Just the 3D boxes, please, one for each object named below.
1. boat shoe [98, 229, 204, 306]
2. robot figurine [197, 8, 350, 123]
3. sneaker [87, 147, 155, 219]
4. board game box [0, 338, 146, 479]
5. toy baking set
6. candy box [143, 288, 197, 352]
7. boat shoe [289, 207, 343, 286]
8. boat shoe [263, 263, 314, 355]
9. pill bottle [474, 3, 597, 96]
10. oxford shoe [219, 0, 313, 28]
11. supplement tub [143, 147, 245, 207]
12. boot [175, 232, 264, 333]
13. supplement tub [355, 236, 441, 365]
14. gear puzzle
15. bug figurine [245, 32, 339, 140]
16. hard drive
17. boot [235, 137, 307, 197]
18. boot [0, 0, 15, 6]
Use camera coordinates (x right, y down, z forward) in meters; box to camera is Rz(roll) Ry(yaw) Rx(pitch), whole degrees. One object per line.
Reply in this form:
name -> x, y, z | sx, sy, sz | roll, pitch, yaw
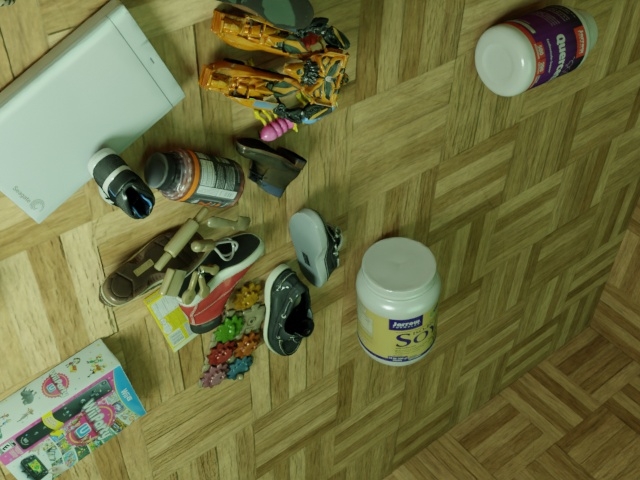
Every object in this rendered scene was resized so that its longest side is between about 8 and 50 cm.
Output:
boat shoe -> -0.359, 0.057, 1.676 | 0.257, 0.095, 0.095 | -30, 179, -37
robot figurine -> -0.073, -0.328, 1.505 | 0.291, 0.085, 0.211 | 7, 111, -24
sneaker -> -0.347, -0.076, 1.461 | 0.079, 0.121, 0.217 | -42, 165, -7
board game box -> -0.560, 0.386, 1.752 | 0.303, 0.097, 0.224 | -35, 144, -21
toy baking set -> -0.249, 0.022, 1.672 | 0.256, 0.030, 0.197 | -56, 151, -16
candy box -> -0.332, 0.172, 1.851 | 0.105, 0.027, 0.206 | -39, 145, -20
boat shoe -> 0.003, 0.003, 1.984 | 0.105, 0.113, 0.306 | -42, 149, -20
boat shoe -> -0.069, 0.208, 2.092 | 0.127, 0.113, 0.340 | -39, 146, -37
pill bottle -> 0.563, -0.497, 2.048 | 0.323, 0.181, 0.181 | -26, 140, -29
oxford shoe -> -0.111, -0.433, 1.409 | 0.212, 0.076, 0.076 | 15, 103, -25
supplement tub -> -0.251, -0.125, 1.580 | 0.198, 0.106, 0.106 | 8, 118, -50
boot -> -0.219, 0.103, 1.847 | 0.244, 0.088, 0.176 | -41, 146, -21
supplement tub -> 0.221, 0.175, 2.279 | 0.241, 0.241, 0.331 | -32, 143, -23
gear puzzle -> -0.204, 0.245, 2.051 | 0.175, 0.044, 0.339 | -12, 132, -42
bug figurine -> -0.058, -0.310, 1.640 | 0.216, 0.072, 0.279 | -38, 145, -14
hard drive -> -0.418, -0.212, 1.359 | 0.353, 0.047, 0.233 | -43, 146, -8
boot -> -0.120, -0.151, 1.721 | 0.219, 0.082, 0.106 | 10, 113, -54
boot -> -0.507, -0.442, 0.963 | 0.377, 0.138, 0.284 | -12, 132, -49
